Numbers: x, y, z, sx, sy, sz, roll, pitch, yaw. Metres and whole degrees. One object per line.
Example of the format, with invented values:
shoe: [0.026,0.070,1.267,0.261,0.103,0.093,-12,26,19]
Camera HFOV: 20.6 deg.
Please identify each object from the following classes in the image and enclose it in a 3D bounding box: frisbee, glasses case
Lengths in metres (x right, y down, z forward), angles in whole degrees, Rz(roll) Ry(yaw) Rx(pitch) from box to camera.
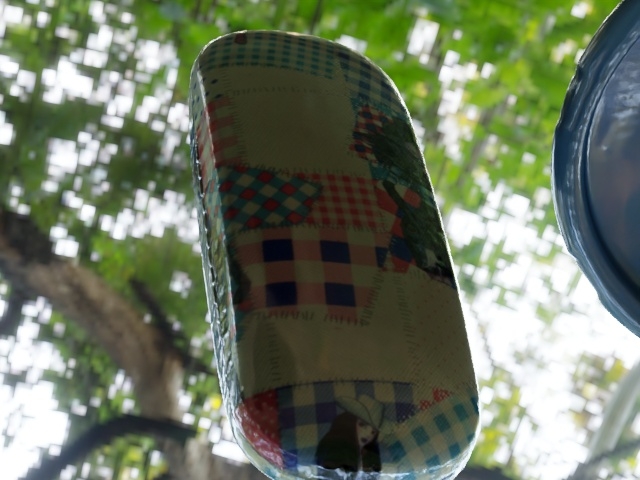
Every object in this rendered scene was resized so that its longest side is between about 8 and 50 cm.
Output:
frisbee: [0.266,-0.052,0.946,0.290,0.289,0.049,12,-149,-7]
glasses case: [0.000,0.000,0.929,0.125,0.076,0.327,6,-138,-17]
